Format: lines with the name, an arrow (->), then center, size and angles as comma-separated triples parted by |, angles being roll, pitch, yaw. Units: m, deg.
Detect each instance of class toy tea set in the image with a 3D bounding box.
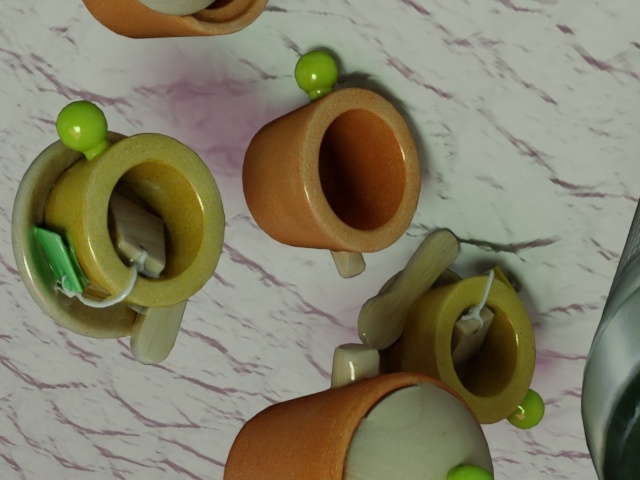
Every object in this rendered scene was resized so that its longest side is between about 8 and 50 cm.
toy tea set -> 0.000, 0.000, 0.694 | 0.124, 0.200, 0.336 | -8, 127, 47

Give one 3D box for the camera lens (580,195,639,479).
camera lens -> 0.209, -0.009, 0.495 | 0.219, 0.274, 0.219 | 15, 141, 13
